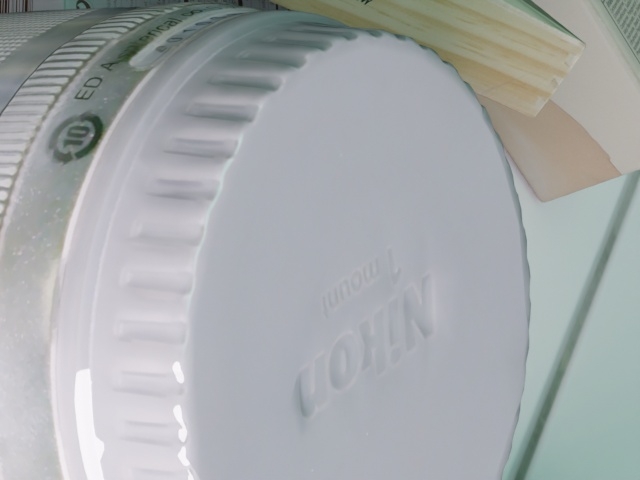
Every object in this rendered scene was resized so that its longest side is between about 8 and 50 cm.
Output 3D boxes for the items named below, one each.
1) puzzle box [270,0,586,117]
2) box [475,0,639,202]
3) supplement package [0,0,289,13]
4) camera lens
[{"bbox_3d":[-0.078,-0.199,0.776,0.409,0.052,0.272,17,24,-44],"label":"puzzle box"},{"bbox_3d":[0.141,-0.198,1.094,0.311,0.121,0.148,55,41,-18],"label":"box"},{"bbox_3d":[-0.088,-0.087,0.789,0.179,0.105,0.105,19,60,-44],"label":"supplement package"},{"bbox_3d":[-0.090,0.025,0.582,0.219,0.274,0.219,-5,97,-53],"label":"camera lens"}]
